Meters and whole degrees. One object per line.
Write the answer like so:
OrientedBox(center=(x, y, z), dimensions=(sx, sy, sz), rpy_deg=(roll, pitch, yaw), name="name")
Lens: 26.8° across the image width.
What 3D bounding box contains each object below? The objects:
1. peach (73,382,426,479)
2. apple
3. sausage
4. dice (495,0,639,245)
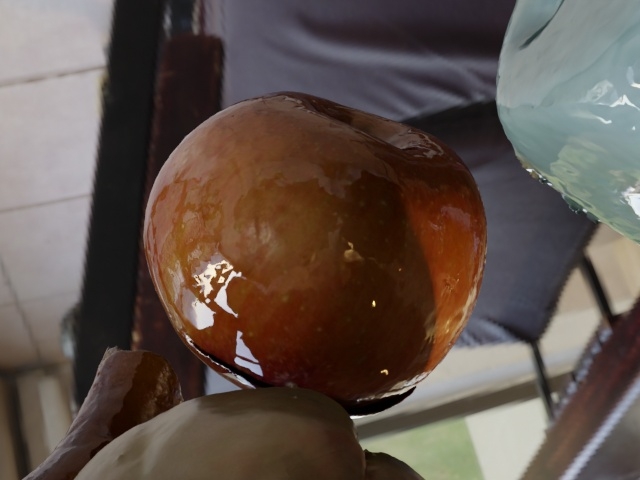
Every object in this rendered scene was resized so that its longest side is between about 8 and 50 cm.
OrientedBox(center=(-0.032, 0.226, 0.789), dimensions=(0.247, 0.292, 0.292), rpy_deg=(-46, 172, -32), name="peach")
OrientedBox(center=(0.000, 0.000, 0.995), dimensions=(0.272, 0.251, 0.206), rpy_deg=(10, 118, -45), name="apple")
OrientedBox(center=(-0.193, 0.184, 0.965), dimensions=(0.302, 0.103, 0.076), rpy_deg=(-47, 166, -44), name="sausage")
OrientedBox(center=(0.272, -0.116, 0.726), dimensions=(0.265, 0.262, 0.268), rpy_deg=(29, 174, -11), name="dice")
